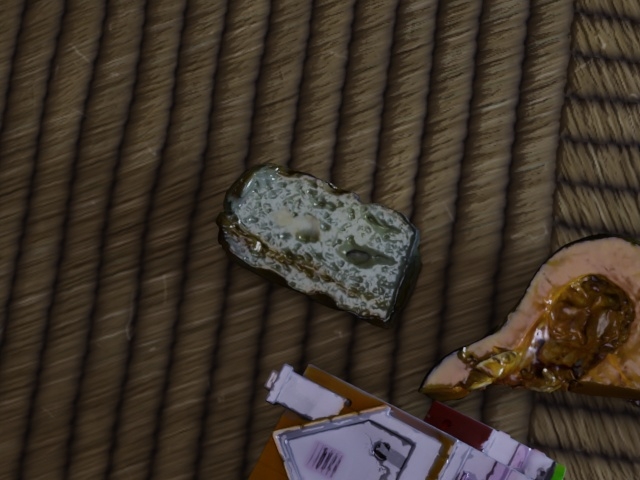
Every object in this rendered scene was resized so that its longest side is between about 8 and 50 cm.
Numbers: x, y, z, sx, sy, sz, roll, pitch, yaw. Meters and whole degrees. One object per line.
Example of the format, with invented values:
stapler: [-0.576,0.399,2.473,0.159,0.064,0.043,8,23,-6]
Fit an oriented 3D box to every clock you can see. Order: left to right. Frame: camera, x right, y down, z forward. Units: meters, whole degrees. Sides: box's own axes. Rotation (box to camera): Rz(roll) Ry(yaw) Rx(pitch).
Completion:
clock: [0.057,0.262,1.378,0.310,0.166,0.235,28,82,4]

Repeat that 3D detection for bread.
bread: [0.000,0.000,1.482,0.232,0.088,0.128,24,90,4]

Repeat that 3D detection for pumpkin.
pumpkin: [0.264,0.128,1.396,0.280,0.139,0.190,-42,76,-2]
